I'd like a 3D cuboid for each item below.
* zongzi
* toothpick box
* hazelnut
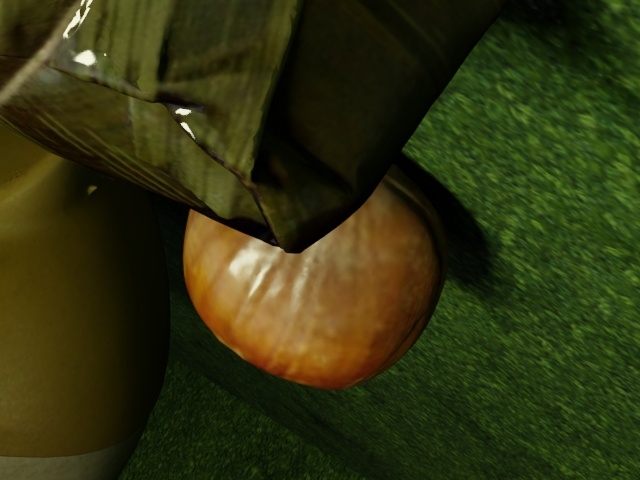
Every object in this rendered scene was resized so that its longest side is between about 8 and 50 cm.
[{"bbox_3d":[-0.130,-0.139,0.499,0.317,0.154,0.289,33,173,-33],"label":"zongzi"},{"bbox_3d":[-0.326,0.030,1.264,0.409,0.409,0.425,32,141,28],"label":"toothpick box"},{"bbox_3d":[0.000,0.000,0.845,0.150,0.150,0.150,36,169,8],"label":"hazelnut"}]
